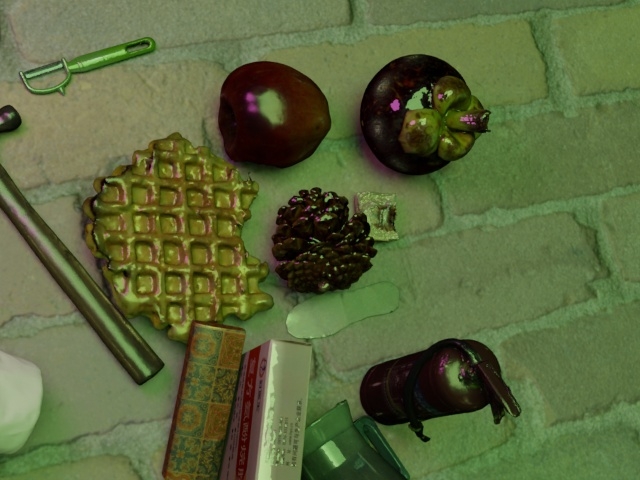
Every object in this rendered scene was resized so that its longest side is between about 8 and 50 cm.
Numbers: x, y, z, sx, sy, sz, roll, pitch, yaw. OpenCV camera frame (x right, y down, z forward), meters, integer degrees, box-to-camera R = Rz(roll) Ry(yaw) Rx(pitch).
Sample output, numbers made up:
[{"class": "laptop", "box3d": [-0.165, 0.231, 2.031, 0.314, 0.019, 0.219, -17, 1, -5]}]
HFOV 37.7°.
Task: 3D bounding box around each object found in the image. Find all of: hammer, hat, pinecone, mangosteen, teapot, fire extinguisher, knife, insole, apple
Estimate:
[{"class": "hammer", "box3d": [-0.370, 0.018, 1.315, 0.168, 0.044, 0.440, -40, 90, -24]}, {"class": "hat", "box3d": [-0.431, 0.199, 1.189, 0.126, 0.203, 0.203, 17, 70, -33]}, {"class": "pinecone", "box3d": [0.000, 0.000, 1.393, 0.173, 0.173, 0.173, 5, 74, -17]}, {"class": "mangosteen", "box3d": [0.171, -0.196, 1.464, 0.192, 0.217, 0.192, -4, 97, -39]}, {"class": "teapot", "box3d": [0.054, 0.346, 1.316, 0.225, 0.171, 0.203, 56, 35, 9]}, {"class": "fire extinguisher", "box3d": [0.161, 0.207, 1.280, 0.105, 0.341, 0.141, -30, 88, -23]}, {"class": "knife", "box3d": [-0.343, -0.263, 1.417, 0.212, 0.015, 0.054, -24, 84, -23]}, {"class": "insole", "box3d": [0.037, 0.105, 1.449, 0.197, 0.004, 0.065, -16, 81, -22]}, {"class": "apple", "box3d": [-0.067, -0.192, 1.424, 0.158, 0.147, 0.156, -9, 57, -22]}]

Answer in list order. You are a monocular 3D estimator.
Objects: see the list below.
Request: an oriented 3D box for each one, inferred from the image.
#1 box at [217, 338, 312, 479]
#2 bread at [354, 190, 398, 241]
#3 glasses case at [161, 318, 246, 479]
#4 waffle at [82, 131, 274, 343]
[{"class": "box", "box3d": [-0.087, 0.319, 1.235, 0.069, 0.214, 0.353, 10, 73, -18]}, {"class": "bread", "box3d": [0.089, -0.038, 1.491, 0.070, 0.035, 0.083, 5, 77, -16]}, {"class": "glasses case", "box3d": [-0.160, 0.224, 1.293, 0.075, 0.049, 0.218, 11, 90, -15]}, {"class": "waffle", "box3d": [-0.195, -0.006, 1.362, 0.281, 0.058, 0.301, -26, 89, -32]}]
